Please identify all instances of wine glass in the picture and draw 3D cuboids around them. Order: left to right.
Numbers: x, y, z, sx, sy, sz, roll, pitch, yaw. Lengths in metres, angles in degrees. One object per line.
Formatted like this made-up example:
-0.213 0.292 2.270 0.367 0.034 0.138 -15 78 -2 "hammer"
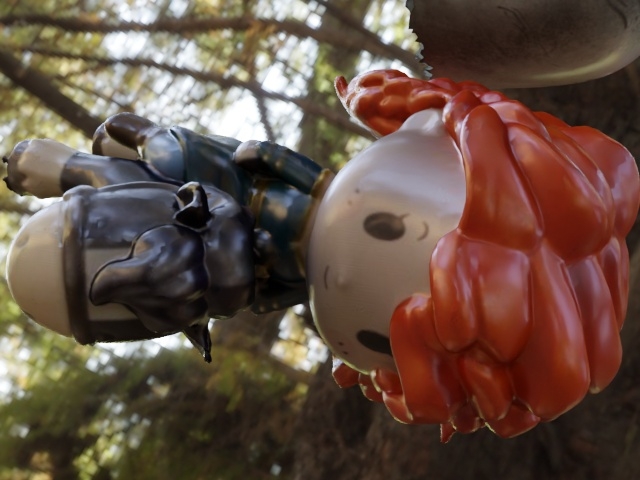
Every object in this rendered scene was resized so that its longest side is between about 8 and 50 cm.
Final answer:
0.204 -0.233 0.825 0.322 0.238 0.238 -17 -34 5 "wine glass"

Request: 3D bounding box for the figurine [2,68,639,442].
-0.010 -0.001 0.773 0.411 0.241 0.306 6 2 -3 "figurine"
